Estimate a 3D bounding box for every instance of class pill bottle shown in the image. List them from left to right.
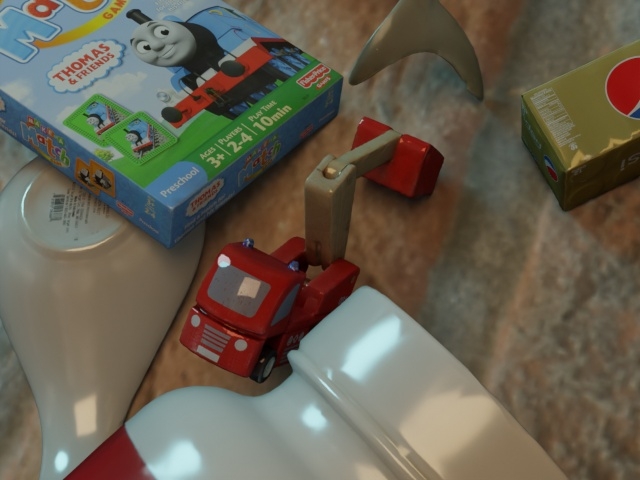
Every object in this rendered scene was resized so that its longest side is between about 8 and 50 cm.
[{"bbox_3d":[-0.070,0.218,0.682,0.407,0.229,0.229,-42,68,-6],"label":"pill bottle"}]

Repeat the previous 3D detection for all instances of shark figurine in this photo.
[{"bbox_3d":[0.012,-0.215,0.938,0.278,0.116,0.166,36,110,28],"label":"shark figurine"}]

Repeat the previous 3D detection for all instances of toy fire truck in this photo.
[{"bbox_3d":[0.000,0.000,0.825,0.047,0.192,0.135,26,102,19],"label":"toy fire truck"}]

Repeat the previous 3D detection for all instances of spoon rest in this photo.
[{"bbox_3d":[-0.143,0.052,0.867,0.137,0.084,0.276,0,54,7],"label":"spoon rest"}]

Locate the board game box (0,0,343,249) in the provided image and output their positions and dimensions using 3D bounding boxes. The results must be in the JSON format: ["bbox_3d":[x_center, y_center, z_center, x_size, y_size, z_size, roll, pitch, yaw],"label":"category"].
[{"bbox_3d":[-0.117,-0.103,0.907,0.211,0.039,0.160,33,52,20],"label":"board game box"}]

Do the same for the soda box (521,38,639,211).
[{"bbox_3d":[0.210,-0.088,0.871,0.181,0.061,0.058,-25,67,-3],"label":"soda box"}]
